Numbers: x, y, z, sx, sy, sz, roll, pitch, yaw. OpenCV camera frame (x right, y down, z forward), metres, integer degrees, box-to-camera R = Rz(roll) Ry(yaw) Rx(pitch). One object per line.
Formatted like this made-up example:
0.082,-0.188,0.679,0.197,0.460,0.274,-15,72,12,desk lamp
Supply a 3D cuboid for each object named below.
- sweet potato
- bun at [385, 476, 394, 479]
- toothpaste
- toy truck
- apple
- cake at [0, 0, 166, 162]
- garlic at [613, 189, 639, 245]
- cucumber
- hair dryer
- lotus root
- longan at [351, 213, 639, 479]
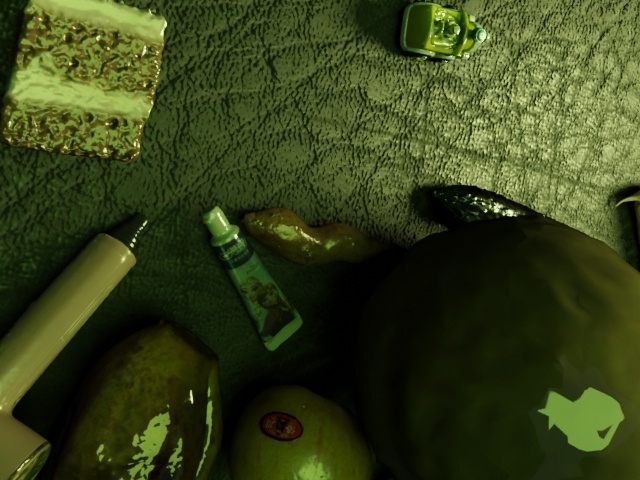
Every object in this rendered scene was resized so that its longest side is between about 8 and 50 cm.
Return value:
-0.001,0.003,0.823,0.218,0.051,0.065,13,93,-31,sweet potato
0.188,0.449,0.990,0.243,0.153,0.244,-7,107,-24,bun
-0.085,0.046,0.798,0.062,0.037,0.216,-38,123,-18,toothpaste
0.164,-0.268,0.834,0.111,0.077,0.076,-1,103,-30,toy truck
-0.024,0.262,0.807,0.182,0.182,0.155,21,69,-32,apple
-0.227,-0.154,0.605,0.134,0.135,0.147,4,101,-28,cake
0.629,-0.004,1.150,0.164,0.145,0.245,-24,115,11,garlic
0.285,-0.023,0.968,0.300,0.072,0.072,18,93,-32,cucumber
-0.298,0.092,0.652,0.189,0.107,0.344,34,62,1,hair dryer
-0.196,0.229,0.701,0.193,0.193,0.291,23,85,-32,lotus root
0.255,0.163,0.813,0.435,0.404,0.404,15,95,-30,longan
